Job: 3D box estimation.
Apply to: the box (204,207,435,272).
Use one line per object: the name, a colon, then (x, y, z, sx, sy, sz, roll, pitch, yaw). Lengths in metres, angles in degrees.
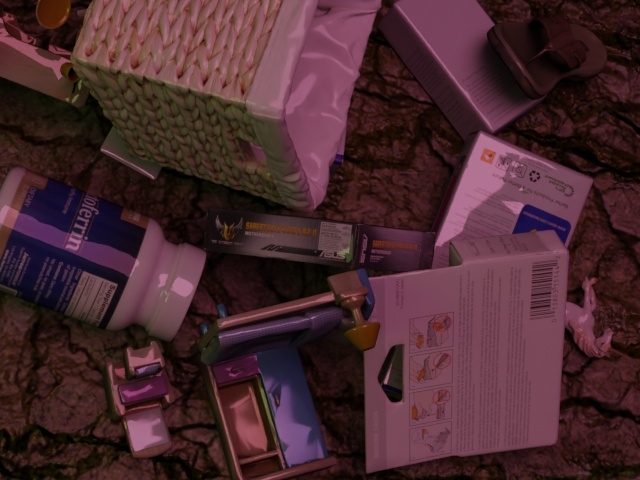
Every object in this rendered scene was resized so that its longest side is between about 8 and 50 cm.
box: (0.000, 0.000, 1.867, 0.183, 0.231, 0.056, 4, 92, -54)

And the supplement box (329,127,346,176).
supplement box: (-0.026, -0.199, 2.014, 0.111, 0.114, 0.220, 10, 73, -13)

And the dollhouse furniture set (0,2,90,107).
dollhouse furniture set: (-0.341, -0.398, 1.858, 0.256, 0.362, 0.394, 21, 97, -9)

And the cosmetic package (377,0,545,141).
cosmetic package: (0.200, -0.256, 2.116, 0.117, 0.085, 0.231, -34, 85, -24)

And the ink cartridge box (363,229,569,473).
ink cartridge box: (0.174, 0.141, 1.878, 0.261, 0.066, 0.296, -7, 120, -9)

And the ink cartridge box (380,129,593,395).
ink cartridge box: (0.219, 0.054, 2.011, 0.176, 0.069, 0.371, 22, 84, -10)

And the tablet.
tablet: (-0.245, -0.121, 1.982, 0.083, 0.006, 0.054, 28, 68, -7)

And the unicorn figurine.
unicorn figurine: (0.353, 0.099, 2.077, 0.162, 0.060, 0.111, 14, 70, 5)

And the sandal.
sandal: (0.328, -0.277, 2.090, 0.303, 0.086, 0.120, -23, 76, -53)

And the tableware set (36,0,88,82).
tableware set: (-0.285, -0.262, 1.748, 0.104, 0.024, 0.154, -18, 125, -39)

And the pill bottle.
pill bottle: (-0.285, 0.023, 1.848, 0.265, 0.153, 0.153, 22, 69, -11)

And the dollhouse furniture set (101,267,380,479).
dollhouse furniture set: (-0.082, 0.185, 1.781, 0.286, 0.303, 0.198, -13, 78, -20)

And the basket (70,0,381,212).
basket: (-0.099, -0.252, 1.799, 0.266, 0.328, 0.331, 13, 73, 11)
